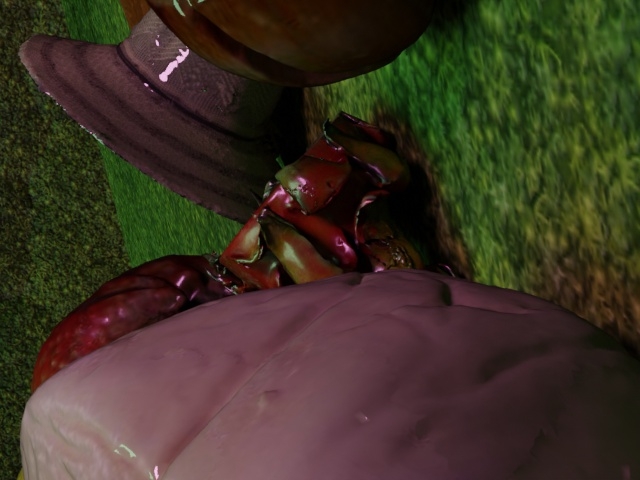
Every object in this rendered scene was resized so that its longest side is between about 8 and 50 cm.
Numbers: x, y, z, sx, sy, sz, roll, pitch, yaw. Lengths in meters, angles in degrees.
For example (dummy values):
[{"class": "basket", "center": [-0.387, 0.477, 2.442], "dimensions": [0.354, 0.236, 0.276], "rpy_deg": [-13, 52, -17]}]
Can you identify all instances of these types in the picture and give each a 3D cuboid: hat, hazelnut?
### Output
[{"class": "hat", "center": [-0.084, -0.119, 0.884], "dimensions": [0.110, 0.252, 0.252], "rpy_deg": [-55, 34, 14]}, {"class": "hazelnut", "center": [-0.015, -0.141, 0.579], "dimensions": [0.154, 0.143, 0.143], "rpy_deg": [30, 137, 49]}]

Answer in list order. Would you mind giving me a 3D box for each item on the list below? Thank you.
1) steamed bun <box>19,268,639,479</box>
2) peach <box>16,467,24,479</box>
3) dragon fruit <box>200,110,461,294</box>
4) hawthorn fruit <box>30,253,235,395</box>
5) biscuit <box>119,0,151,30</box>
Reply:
[{"class": "steamed bun", "center": [0.059, 0.176, 0.423], "dimensions": [0.236, 0.247, 0.383], "rpy_deg": [-42, 64, 53]}, {"class": "peach", "center": [-0.124, 0.256, 1.127], "dimensions": [0.281, 0.314, 0.315], "rpy_deg": [42, 170, 8]}, {"class": "dragon fruit", "center": [0.000, 0.000, 0.696], "dimensions": [0.175, 0.142, 0.138], "rpy_deg": [44, 118, 25]}, {"class": "hawthorn fruit", "center": [-0.076, 0.167, 0.890], "dimensions": [0.254, 0.254, 0.300], "rpy_deg": [-135, 43, -64]}, {"class": "biscuit", "center": [-0.140, -0.258, 1.104], "dimensions": [0.262, 0.052, 0.277], "rpy_deg": [101, 150, -54]}]
